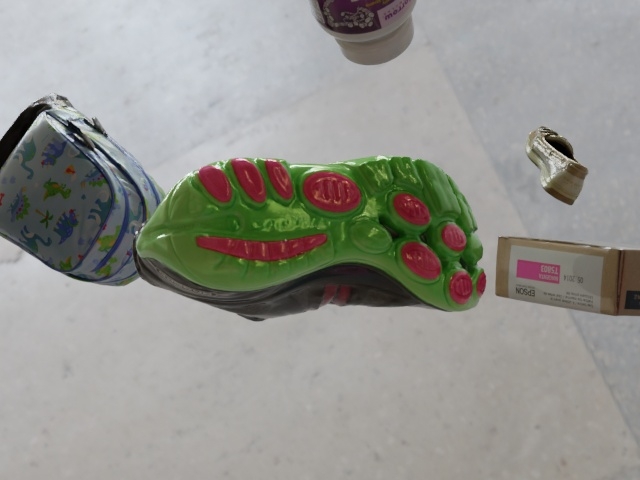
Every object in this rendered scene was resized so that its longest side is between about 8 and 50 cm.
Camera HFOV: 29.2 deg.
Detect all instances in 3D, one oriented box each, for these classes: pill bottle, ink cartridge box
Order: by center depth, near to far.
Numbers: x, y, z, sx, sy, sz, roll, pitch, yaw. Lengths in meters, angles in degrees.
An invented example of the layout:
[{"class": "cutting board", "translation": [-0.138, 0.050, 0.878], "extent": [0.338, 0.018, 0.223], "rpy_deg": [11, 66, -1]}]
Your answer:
[{"class": "ink cartridge box", "translation": [0.373, 0.046, 1.597], "extent": [0.235, 0.193, 0.088], "rpy_deg": [9, 96, 59]}, {"class": "pill bottle", "translation": [0.053, -0.401, 1.813], "extent": [0.169, 0.301, 0.169], "rpy_deg": [-8, 56, 12]}]

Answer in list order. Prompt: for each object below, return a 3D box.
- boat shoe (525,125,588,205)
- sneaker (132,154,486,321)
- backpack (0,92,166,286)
[{"class": "boat shoe", "translation": [0.265, -0.094, 1.364], "extent": [0.048, 0.056, 0.153], "rpy_deg": [-58, 12, 25]}, {"class": "sneaker", "translation": [0.000, 0.000, 1.411], "extent": [0.202, 0.483, 0.185], "rpy_deg": [-19, 68, 49]}, {"class": "backpack", "translation": [-0.438, -0.065, 2.192], "extent": [0.355, 0.273, 0.290], "rpy_deg": [37, 92, 7]}]
